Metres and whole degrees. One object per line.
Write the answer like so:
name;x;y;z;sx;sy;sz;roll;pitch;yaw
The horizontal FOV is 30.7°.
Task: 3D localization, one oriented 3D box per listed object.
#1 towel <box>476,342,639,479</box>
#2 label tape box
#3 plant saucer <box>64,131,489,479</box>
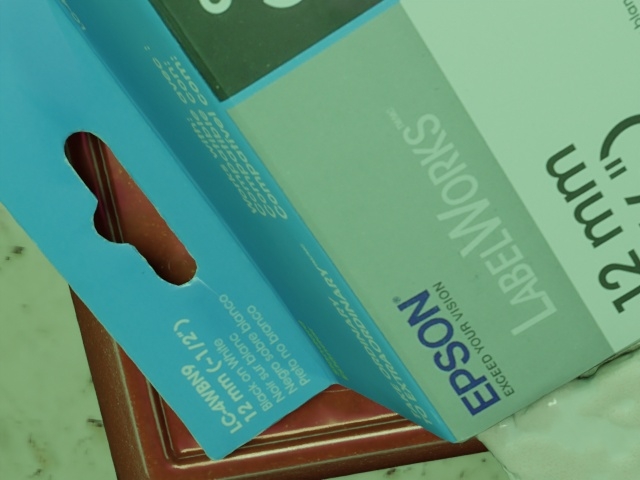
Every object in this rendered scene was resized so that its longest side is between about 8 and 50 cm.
towel;0.279;0.114;0.487;0.332;0.053;0.317;-29;112;30
label tape box;0.035;-0.064;0.434;0.348;0.115;0.249;-32;110;6
plant saucer;0.000;0.000;0.549;0.259;0.047;0.259;-10;104;4
